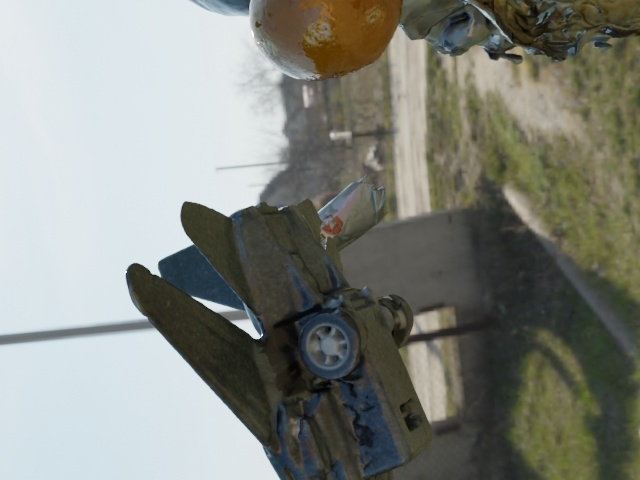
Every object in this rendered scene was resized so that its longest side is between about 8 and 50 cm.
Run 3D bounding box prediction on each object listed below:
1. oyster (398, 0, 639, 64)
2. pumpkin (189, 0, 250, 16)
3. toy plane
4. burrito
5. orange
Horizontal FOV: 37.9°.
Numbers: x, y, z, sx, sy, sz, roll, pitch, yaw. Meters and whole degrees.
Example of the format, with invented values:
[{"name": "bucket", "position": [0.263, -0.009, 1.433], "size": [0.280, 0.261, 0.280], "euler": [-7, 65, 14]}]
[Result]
[{"name": "oyster", "position": [0.248, -0.251, 1.006], "size": [0.238, 0.351, 0.115], "euler": [-101, 2, -80]}, {"name": "pumpkin", "position": [-0.031, -0.355, 0.909], "size": [0.323, 0.323, 0.241], "euler": [-96, -2, -62]}, {"name": "toy plane", "position": [0.019, 0.102, 0.446], "size": [0.267, 0.088, 0.212], "euler": [63, -157, 9]}, {"name": "burrito", "position": [0.001, 0.000, 1.163], "size": [0.064, 0.203, 0.064], "euler": [50, -179, -1]}, {"name": "orange", "position": [0.003, -0.121, 0.493], "size": [0.083, 0.083, 0.070], "euler": [-96, -7, -78]}]
